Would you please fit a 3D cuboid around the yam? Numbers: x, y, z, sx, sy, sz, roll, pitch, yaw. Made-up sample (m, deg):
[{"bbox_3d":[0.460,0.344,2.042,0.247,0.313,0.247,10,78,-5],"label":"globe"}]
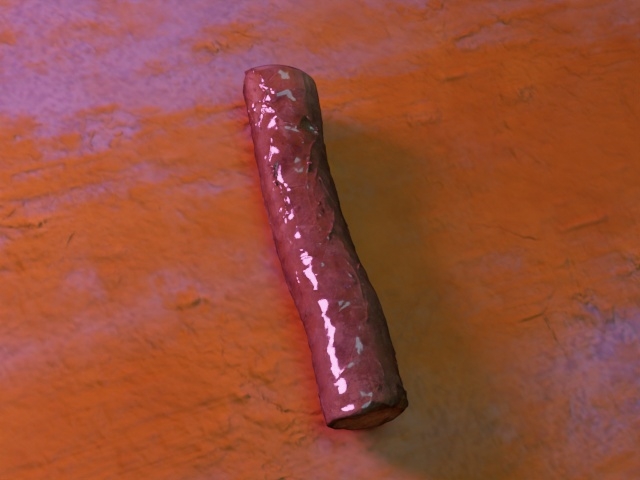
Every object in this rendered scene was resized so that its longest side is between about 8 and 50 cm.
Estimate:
[{"bbox_3d":[0.000,0.000,1.573,0.081,0.081,0.357,-1,62,-25],"label":"yam"}]
